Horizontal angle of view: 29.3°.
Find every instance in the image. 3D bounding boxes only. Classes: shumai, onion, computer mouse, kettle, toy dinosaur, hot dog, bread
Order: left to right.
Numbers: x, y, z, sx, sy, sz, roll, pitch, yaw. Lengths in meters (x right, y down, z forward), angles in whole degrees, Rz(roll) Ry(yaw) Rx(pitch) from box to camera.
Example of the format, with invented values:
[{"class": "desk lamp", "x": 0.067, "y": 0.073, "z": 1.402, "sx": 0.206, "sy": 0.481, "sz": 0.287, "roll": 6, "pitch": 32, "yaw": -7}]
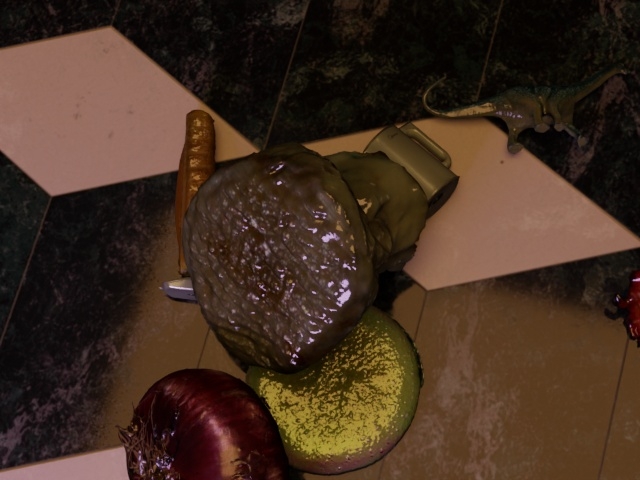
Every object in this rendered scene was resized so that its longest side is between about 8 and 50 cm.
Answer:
[{"class": "computer mouse", "x": -0.213, "y": 0.076, "z": 2.023, "sx": 0.110, "sy": 0.056, "sz": 0.032, "roll": 7, "pitch": 65, "yaw": 8}, {"class": "hot dog", "x": -0.206, "y": -0.081, "z": 2.060, "sx": 0.068, "sy": 0.083, "sz": 0.289, "roll": 7, "pitch": 74, "yaw": -14}, {"class": "onion", "x": -0.157, "y": 0.339, "z": 1.837, "sx": 0.232, "sy": 0.314, "sz": 0.314, "roll": -8, "pitch": 70, "yaw": -34}, {"class": "shumai", "x": 0.000, "y": 0.000, "z": 1.910, "sx": 0.323, "sy": 0.397, "sz": 0.324, "roll": -24, "pitch": 79, "yaw": -44}, {"class": "bread", "x": 0.019, "y": 0.230, "z": 1.970, "sx": 0.301, "sy": 0.045, "sz": 0.301, "roll": -1, "pitch": 74, "yaw": 2}, {"class": "kettle", "x": 0.155, "y": -0.124, "z": 2.038, "sx": 0.127, "sy": 0.098, "sz": 0.148, "roll": -45, "pitch": 73, "yaw": -4}, {"class": "toy dinosaur", "x": 0.360, "y": -0.222, "z": 2.067, "sx": 0.363, "sy": 0.076, "sz": 0.147, "roll": -9, "pitch": 54, "yaw": 0}]

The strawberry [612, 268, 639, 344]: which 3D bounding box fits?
[{"class": "strawberry", "x": 0.607, "y": 0.102, "z": 1.926, "sx": 0.178, "sy": 0.234, "sz": 0.234, "roll": -24, "pitch": 72, "yaw": -33}]
